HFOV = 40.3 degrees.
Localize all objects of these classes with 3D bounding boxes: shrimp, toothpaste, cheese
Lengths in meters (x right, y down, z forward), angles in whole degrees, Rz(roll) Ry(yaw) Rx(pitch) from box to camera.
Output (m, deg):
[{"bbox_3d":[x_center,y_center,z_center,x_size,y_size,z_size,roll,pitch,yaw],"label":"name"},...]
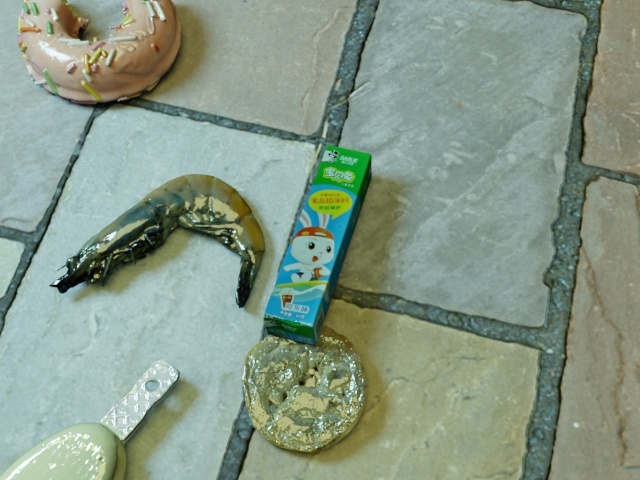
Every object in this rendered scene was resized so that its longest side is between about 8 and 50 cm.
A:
[{"bbox_3d":[-0.188,0.030,1.081,0.262,0.051,0.198,-34,68,-20],"label":"shrimp"},{"bbox_3d":[0.000,0.000,1.087,0.065,0.050,0.266,12,58,13],"label":"toothpaste"},{"bbox_3d":[-0.249,0.235,0.971,0.127,0.054,0.251,34,66,16],"label":"cheese"}]

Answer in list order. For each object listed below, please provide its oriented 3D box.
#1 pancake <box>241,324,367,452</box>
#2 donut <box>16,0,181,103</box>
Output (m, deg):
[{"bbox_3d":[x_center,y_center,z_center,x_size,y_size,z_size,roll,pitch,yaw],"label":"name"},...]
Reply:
[{"bbox_3d":[-0.018,0.171,1.024,0.158,0.028,0.158,-1,62,2],"label":"pancake"},{"bbox_3d":[-0.315,-0.287,1.224,0.233,0.085,0.199,-2,64,0],"label":"donut"}]
